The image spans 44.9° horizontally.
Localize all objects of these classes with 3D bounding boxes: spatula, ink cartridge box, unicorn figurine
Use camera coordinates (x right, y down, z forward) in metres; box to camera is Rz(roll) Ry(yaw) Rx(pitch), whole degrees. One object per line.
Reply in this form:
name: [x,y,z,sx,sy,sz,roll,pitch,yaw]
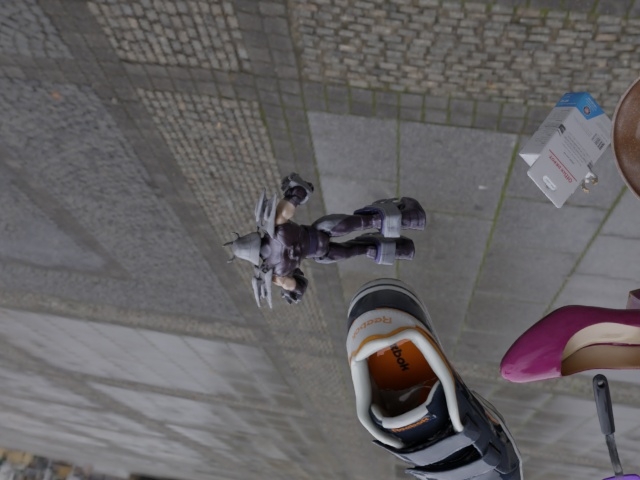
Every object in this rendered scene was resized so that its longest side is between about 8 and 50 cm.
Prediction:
spatula: [0.579,0.409,1.541,0.084,0.296,0.030,-12,-179,7]
ink cartridge box: [0.420,-0.157,1.344,0.104,0.180,0.060,42,172,-24]
unicorn figurine: [0.611,-0.160,1.842,0.162,0.111,0.060,27,126,-22]

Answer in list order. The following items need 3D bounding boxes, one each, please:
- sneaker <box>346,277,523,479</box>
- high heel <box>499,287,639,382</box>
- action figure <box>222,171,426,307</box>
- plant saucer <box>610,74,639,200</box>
sneaker: [0.122,0.202,0.853,0.126,0.127,0.321,-29,106,19]
high heel: [0.499,0.188,1.314,0.377,0.181,0.127,-21,127,-15]
action figure: [0.000,0.000,1.075,0.285,0.185,0.099,-5,-150,-25]
plant saucer: [0.395,-0.100,0.775,0.199,0.036,0.198,26,135,29]
